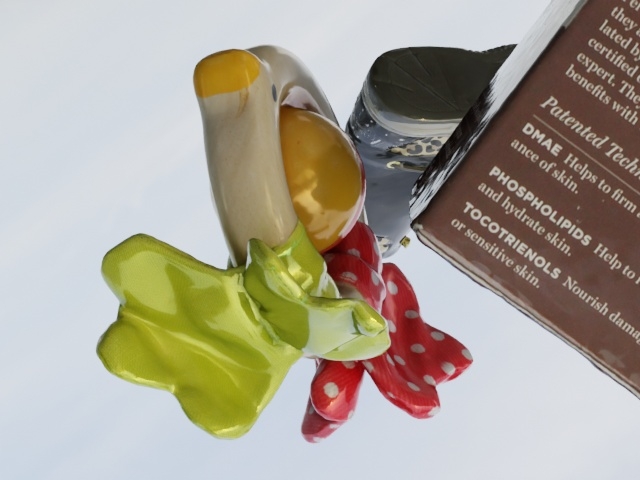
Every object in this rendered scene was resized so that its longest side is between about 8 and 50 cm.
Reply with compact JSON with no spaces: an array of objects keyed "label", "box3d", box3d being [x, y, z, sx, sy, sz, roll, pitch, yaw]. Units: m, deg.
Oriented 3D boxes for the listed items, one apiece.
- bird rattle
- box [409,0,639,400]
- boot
[{"label":"bird rattle","box3d":[0.000,0.000,0.956,0.143,0.207,0.253,-13,174,26]},{"label":"box","box3d":[0.169,-0.048,0.926,0.203,0.167,0.168,-54,-178,9]},{"label":"boot","box3d":[0.102,-0.060,1.353,0.236,0.085,0.178,2,146,-30]}]
